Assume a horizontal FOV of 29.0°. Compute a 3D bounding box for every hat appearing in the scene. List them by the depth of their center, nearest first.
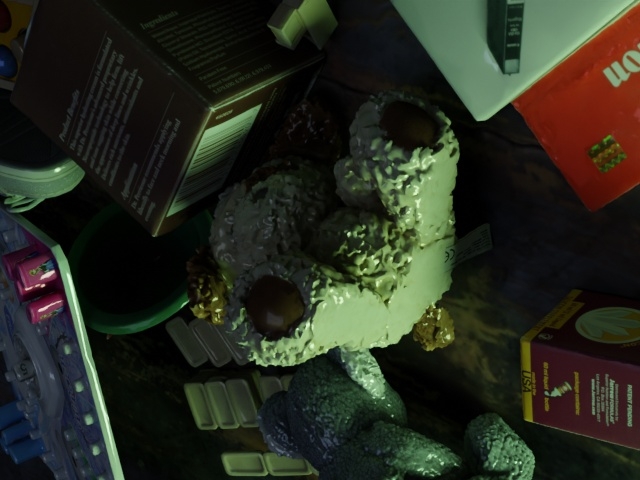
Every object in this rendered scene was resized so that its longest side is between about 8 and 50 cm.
[{"bbox_3d":[-0.163,0.060,1.340,0.208,0.173,0.183,41,169,40],"label":"hat"}]

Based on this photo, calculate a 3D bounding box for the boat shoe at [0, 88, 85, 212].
[{"bbox_3d":[-0.336,-0.095,1.342,0.320,0.118,0.103,16,137,48],"label":"boat shoe"}]

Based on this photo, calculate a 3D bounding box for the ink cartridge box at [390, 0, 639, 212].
[{"bbox_3d":[0.213,-0.167,0.912,0.239,0.060,0.275,55,134,3],"label":"ink cartridge box"}]

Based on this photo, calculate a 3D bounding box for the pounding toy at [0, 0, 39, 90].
[{"bbox_3d":[-0.289,-0.214,1.262,0.141,0.100,0.130,17,123,32],"label":"pounding toy"}]

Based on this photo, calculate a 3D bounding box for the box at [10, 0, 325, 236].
[{"bbox_3d":[-0.141,-0.149,1.131,0.203,0.167,0.168,43,133,13],"label":"box"}]

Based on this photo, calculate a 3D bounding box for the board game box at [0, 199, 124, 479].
[{"bbox_3d":[-0.336,0.144,1.424,0.390,0.050,0.390,26,131,56],"label":"board game box"}]

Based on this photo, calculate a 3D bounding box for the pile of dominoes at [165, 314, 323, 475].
[{"bbox_3d":[-0.035,0.155,1.315,0.251,0.040,0.196,-8,107,32],"label":"pile of dominoes"}]

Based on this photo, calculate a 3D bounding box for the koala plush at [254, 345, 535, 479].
[{"bbox_3d":[0.043,0.194,1.162,0.221,0.203,0.196,56,130,18],"label":"koala plush"}]

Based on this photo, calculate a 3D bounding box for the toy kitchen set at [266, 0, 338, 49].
[{"bbox_3d":[-0.029,-0.211,1.081,0.075,0.083,0.068,27,169,26],"label":"toy kitchen set"}]

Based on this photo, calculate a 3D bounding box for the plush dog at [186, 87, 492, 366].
[{"bbox_3d":[0.000,0.000,1.096,0.225,0.262,0.210,26,165,39],"label":"plush dog"}]

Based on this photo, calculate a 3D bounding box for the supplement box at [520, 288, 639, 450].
[{"bbox_3d":[0.266,0.108,0.983,0.188,0.104,0.081,10,118,34],"label":"supplement box"}]
